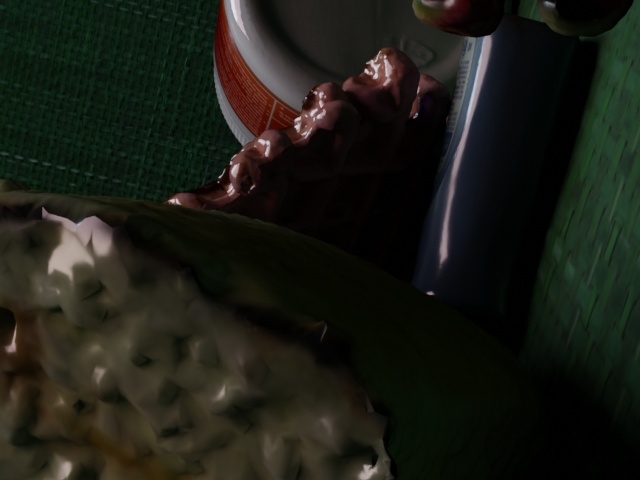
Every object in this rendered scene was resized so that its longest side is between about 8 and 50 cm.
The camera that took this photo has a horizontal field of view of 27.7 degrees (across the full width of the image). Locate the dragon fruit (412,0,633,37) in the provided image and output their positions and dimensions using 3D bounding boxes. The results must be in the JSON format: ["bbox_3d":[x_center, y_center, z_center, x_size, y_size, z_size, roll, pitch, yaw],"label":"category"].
[{"bbox_3d":[0.084,-0.204,0.446,0.218,0.198,0.272,-39,-36,-84],"label":"dragon fruit"}]

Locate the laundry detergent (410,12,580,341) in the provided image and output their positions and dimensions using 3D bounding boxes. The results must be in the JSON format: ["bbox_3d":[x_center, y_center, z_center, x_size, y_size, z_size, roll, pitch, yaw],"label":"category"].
[{"bbox_3d":[0.085,-0.016,0.696,0.096,0.061,0.206,-100,23,-84],"label":"laundry detergent"}]

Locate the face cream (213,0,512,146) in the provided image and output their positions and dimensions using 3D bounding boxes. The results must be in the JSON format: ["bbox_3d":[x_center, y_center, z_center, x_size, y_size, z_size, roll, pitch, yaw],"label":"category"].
[{"bbox_3d":[0.024,-0.155,0.961,0.187,0.201,0.201,120,163,-75],"label":"face cream"}]

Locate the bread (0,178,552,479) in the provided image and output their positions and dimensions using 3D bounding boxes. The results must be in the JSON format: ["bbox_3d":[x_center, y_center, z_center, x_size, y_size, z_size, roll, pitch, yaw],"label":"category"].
[{"bbox_3d":[-0.046,0.125,0.594,0.264,0.239,0.395,-28,-30,-55],"label":"bread"}]

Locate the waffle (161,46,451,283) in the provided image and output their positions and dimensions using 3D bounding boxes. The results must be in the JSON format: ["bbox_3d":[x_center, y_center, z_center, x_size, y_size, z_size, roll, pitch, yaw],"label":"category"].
[{"bbox_3d":[0.000,0.000,0.756,0.221,0.055,0.234,-38,-28,-5],"label":"waffle"}]
